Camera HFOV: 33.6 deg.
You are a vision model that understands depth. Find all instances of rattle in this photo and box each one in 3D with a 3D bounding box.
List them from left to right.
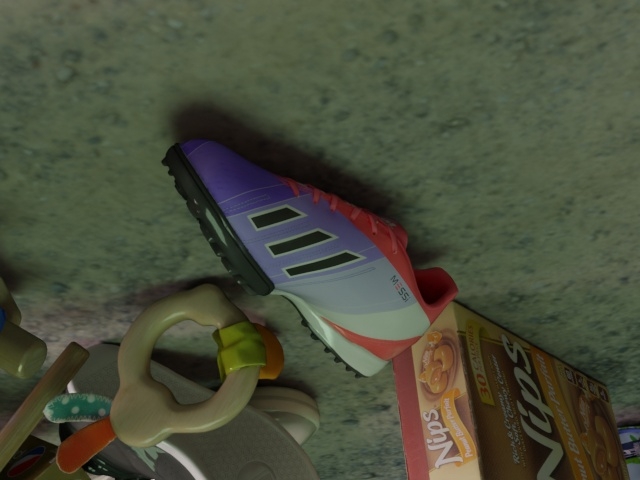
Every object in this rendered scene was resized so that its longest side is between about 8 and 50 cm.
[{"bbox_3d":[-0.139,0.134,0.961,0.200,0.130,0.143,-44,-178,-2],"label":"rattle"}]

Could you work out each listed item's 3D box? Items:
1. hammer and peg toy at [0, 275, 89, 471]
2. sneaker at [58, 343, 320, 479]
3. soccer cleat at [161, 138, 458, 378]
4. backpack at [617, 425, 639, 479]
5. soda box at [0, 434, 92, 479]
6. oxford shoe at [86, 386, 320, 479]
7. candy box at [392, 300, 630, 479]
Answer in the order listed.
[{"bbox_3d":[-0.329,0.114,0.812,0.127,0.266,0.361,26,153,17],"label":"hammer and peg toy"},{"bbox_3d":[-0.137,0.218,1.080,0.296,0.104,0.147,33,145,-9],"label":"sneaker"},{"bbox_3d":[0.000,0.000,0.818,0.116,0.108,0.318,-37,138,7],"label":"soccer cleat"},{"bbox_3d":[0.351,0.367,1.334,0.356,0.273,0.290,-30,149,-1],"label":"backpack"},{"bbox_3d":[-0.299,0.246,1.101,0.181,0.061,0.058,-4,123,58],"label":"soda box"},{"bbox_3d":[-0.175,0.302,1.214,0.449,0.130,0.169,-33,136,23],"label":"oxford shoe"},{"bbox_3d":[0.203,0.202,1.075,0.087,0.183,0.316,-28,142,31],"label":"candy box"}]
